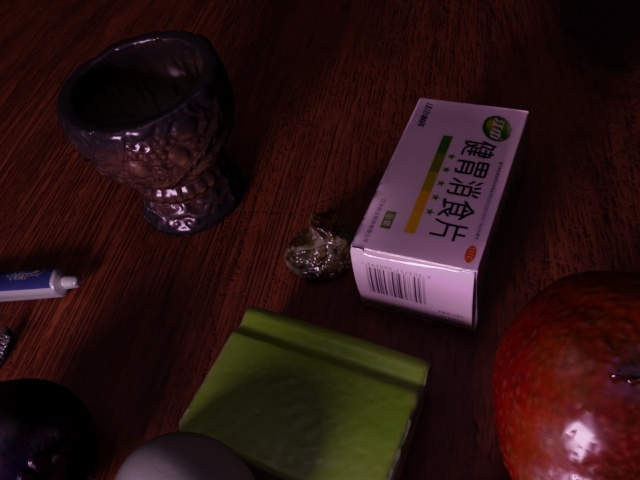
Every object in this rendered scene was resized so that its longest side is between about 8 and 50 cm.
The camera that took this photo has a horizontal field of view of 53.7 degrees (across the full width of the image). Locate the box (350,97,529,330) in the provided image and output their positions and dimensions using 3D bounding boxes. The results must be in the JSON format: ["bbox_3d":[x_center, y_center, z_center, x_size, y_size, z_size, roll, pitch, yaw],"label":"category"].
[{"bbox_3d":[0.186,-0.052,0.927,0.173,0.145,0.333,13,55,21],"label":"box"}]

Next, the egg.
[{"bbox_3d":[-0.142,0.287,0.676,0.192,0.149,0.149,17,55,44],"label":"egg"}]

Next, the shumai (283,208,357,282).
[{"bbox_3d":[0.001,0.001,0.965,0.123,0.087,0.099,-26,51,-6],"label":"shumai"}]

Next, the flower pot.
[{"bbox_3d":[-0.253,-0.162,1.046,0.266,0.267,0.267,-6,51,7],"label":"flower pot"}]

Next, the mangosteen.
[{"bbox_3d":[-0.392,0.268,0.792,0.230,0.194,0.194,-7,44,43],"label":"mangosteen"}]

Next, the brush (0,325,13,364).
[{"bbox_3d":[-0.521,0.216,0.953,0.027,0.034,0.190,20,56,8],"label":"brush"}]

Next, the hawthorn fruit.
[{"bbox_3d":[0.316,0.163,0.659,0.284,0.285,0.369,-14,10,2],"label":"hawthorn fruit"}]

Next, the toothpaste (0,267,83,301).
[{"bbox_3d":[-0.520,0.076,1.062,0.268,0.047,0.069,-5,63,15],"label":"toothpaste"}]

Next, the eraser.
[{"bbox_3d":[-0.011,0.210,0.793,0.274,0.092,0.210,12,55,24],"label":"eraser"}]
